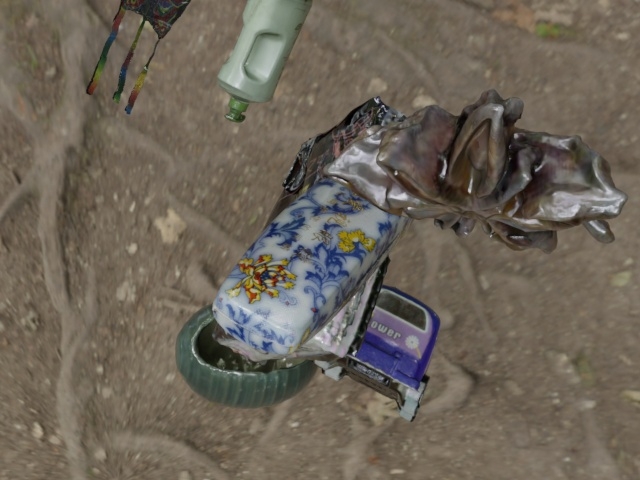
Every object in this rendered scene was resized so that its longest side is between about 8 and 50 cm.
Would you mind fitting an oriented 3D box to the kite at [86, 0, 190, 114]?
[{"bbox_3d":[-0.268,-0.329,1.428,0.015,0.152,0.285,13,77,35],"label":"kite"}]

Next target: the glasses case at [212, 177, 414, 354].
[{"bbox_3d":[0.005,0.004,0.782,0.087,0.065,0.248,24,41,18],"label":"glasses case"}]

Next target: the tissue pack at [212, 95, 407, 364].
[{"bbox_3d":[0.000,0.000,1.219,0.123,0.245,0.332,30,68,-20],"label":"tissue pack"}]

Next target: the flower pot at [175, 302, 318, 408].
[{"bbox_3d":[-0.120,0.186,1.588,0.243,0.157,0.189,2,66,-12],"label":"flower pot"}]

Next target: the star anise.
[{"bbox_3d":[0.120,-0.045,0.675,0.209,0.231,0.089,10,86,31],"label":"star anise"}]

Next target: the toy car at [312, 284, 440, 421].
[{"bbox_3d":[0.101,0.162,1.441,0.172,0.235,0.158,27,77,12],"label":"toy car"}]

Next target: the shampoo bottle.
[{"bbox_3d":[-0.100,-0.297,1.528,0.087,0.118,0.234,33,111,21],"label":"shampoo bottle"}]
